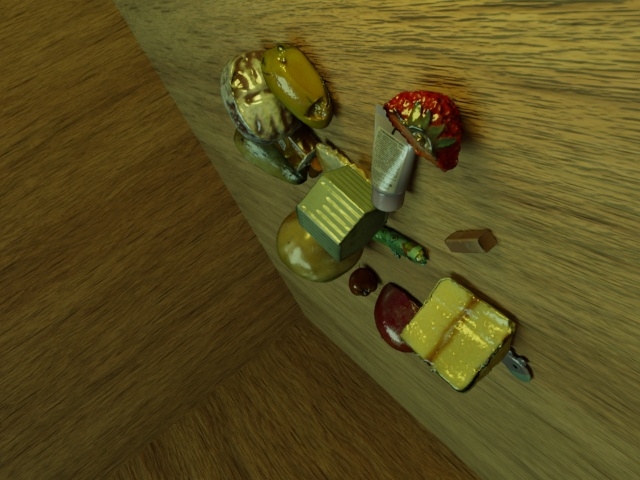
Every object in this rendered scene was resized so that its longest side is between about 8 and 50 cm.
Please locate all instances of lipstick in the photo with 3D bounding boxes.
[{"bbox_3d":[0.370,0.003,1.217,0.045,0.045,0.145,56,165,-9],"label":"lipstick"}]

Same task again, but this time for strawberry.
[{"bbox_3d":[0.224,-0.243,1.008,0.190,0.111,0.236,44,-170,-9],"label":"strawberry"}]

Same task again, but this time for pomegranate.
[{"bbox_3d":[0.000,0.000,1.825,0.332,0.332,0.332,47,164,18],"label":"pomegranate"}]

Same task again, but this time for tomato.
[{"bbox_3d":[0.304,0.328,1.923,0.309,0.170,0.309,46,163,18],"label":"tomato"}]

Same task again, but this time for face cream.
[{"bbox_3d":[0.183,-0.202,1.253,0.154,0.096,0.274,45,151,34],"label":"face cream"}]

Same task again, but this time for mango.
[{"bbox_3d":[-0.183,-0.341,1.885,0.329,0.175,0.176,35,-160,-10],"label":"mango"},{"bbox_3d":[-0.061,-0.424,1.364,0.262,0.130,0.167,50,168,-9],"label":"mango"}]

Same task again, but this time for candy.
[{"bbox_3d":[-0.182,-0.440,1.510,0.157,0.214,0.289,13,130,60],"label":"candy"}]

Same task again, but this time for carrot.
[{"bbox_3d":[-0.019,-0.255,1.778,0.057,0.057,0.224,52,171,0],"label":"carrot"}]

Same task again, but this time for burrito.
[{"bbox_3d":[0.250,0.019,1.608,0.288,0.054,0.104,34,158,47],"label":"burrito"}]

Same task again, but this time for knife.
[{"bbox_3d":[0.499,0.316,1.572,0.398,0.038,0.132,37,157,46],"label":"knife"}]

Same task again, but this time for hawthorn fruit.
[{"bbox_3d":[0.171,0.173,2.063,0.140,0.125,0.125,44,163,21],"label":"hawthorn fruit"}]

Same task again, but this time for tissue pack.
[{"bbox_3d":[-0.106,-0.367,1.703,0.226,0.092,0.183,53,166,2],"label":"tissue pack"}]

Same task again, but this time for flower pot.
[{"bbox_3d":[0.069,-0.081,1.459,0.189,0.239,0.209,43,-168,21],"label":"flower pot"}]

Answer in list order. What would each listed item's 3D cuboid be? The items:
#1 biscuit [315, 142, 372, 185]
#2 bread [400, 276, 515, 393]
[{"bbox_3d":[0.102,-0.182,1.596,0.309,0.040,0.204,44,163,24],"label":"biscuit"},{"bbox_3d":[0.386,0.268,1.409,0.263,0.236,0.198,40,161,39],"label":"bread"}]
